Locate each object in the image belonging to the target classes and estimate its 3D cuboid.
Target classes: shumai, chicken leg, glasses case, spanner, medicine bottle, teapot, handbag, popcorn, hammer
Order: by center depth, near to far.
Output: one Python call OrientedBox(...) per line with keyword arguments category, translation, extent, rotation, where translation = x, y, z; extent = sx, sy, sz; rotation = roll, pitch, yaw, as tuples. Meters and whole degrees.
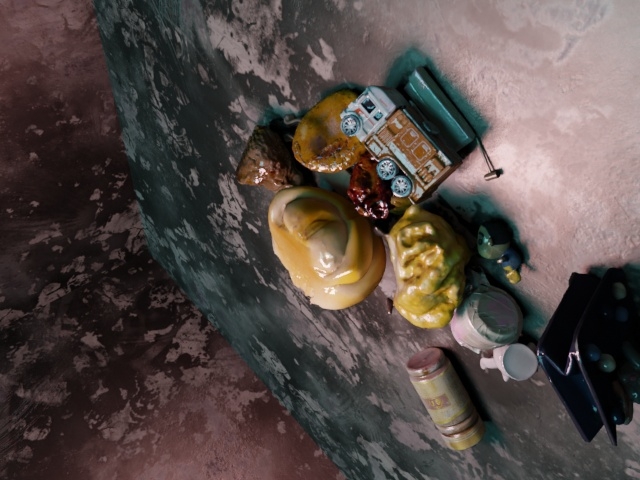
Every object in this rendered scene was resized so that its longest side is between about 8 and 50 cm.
OrientedBox(category="handbag", translation=(0.590, 0.235, 0.957), extent=(0.118, 0.326, 0.269), rotation=(-19, 104, 51))
OrientedBox(category="hammer", translation=(0.398, -0.198, 1.120), extent=(0.036, 0.019, 0.110), rotation=(-14, 101, 57))
OrientedBox(category="popcorn", translation=(0.296, 0.056, 1.269), extent=(0.297, 0.281, 0.315), rotation=(-93, -13, -51))
OrientedBox(category="teapot", translation=(0.429, 0.207, 1.301), extent=(0.221, 0.163, 0.178), rotation=(50, 152, 14))
OrientedBox(category="chicken leg", translation=(0.121, -0.218, 1.365), extent=(0.096, 0.158, 0.406), rotation=(42, -164, -51))
OrientedBox(category="glasses case", translation=(0.059, -0.234, 1.513), extent=(0.193, 0.070, 0.102), rotation=(46, 119, 21))
OrientedBox(category="spanner", translation=(-0.089, -0.377, 1.568), extent=(0.325, 0.040, 0.095), rotation=(28, 122, 50))
OrientedBox(category="medicine bottle", translation=(0.429, 0.541, 1.603), extent=(0.151, 0.151, 0.322), rotation=(-19, 102, 58))
OrientedBox(category="shumai", translation=(-0.145, -0.264, 1.675), extent=(0.283, 0.216, 0.346), rotation=(23, -173, -16))

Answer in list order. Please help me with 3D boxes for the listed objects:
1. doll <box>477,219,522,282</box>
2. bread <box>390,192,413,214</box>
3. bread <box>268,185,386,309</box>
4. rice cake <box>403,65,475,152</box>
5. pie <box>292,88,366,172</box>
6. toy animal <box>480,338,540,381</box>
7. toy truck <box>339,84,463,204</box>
OrientedBox(category="doll", translation=(0.453, 0.028, 1.186), extent=(0.089, 0.102, 0.179), rotation=(-24, 96, 15))
OrientedBox(category="bread", translation=(0.224, -0.119, 1.374), extent=(0.157, 0.083, 0.094), rotation=(4, 136, 50))
OrientedBox(category="bread", translation=(-0.004, 0.013, 1.437), extent=(0.424, 0.329, 0.245), rotation=(45, -173, 31))
OrientedBox(category="rice cake", translation=(0.286, -0.318, 1.138), extent=(0.221, 0.042, 0.080), rotation=(53, 154, 1))
OrientedBox(category="pie", translation=(0.035, -0.313, 1.350), extent=(0.274, 0.069, 0.273), rotation=(-9, 74, 34))
OrientedBox(category="toy animal", translation=(0.544, 0.338, 1.348), extent=(0.104, 0.130, 0.220), rotation=(15, 167, 5))
OrientedBox(category="toy truck", translation=(0.199, -0.250, 1.151), extent=(0.305, 0.136, 0.162), rotation=(52, 125, 10))
